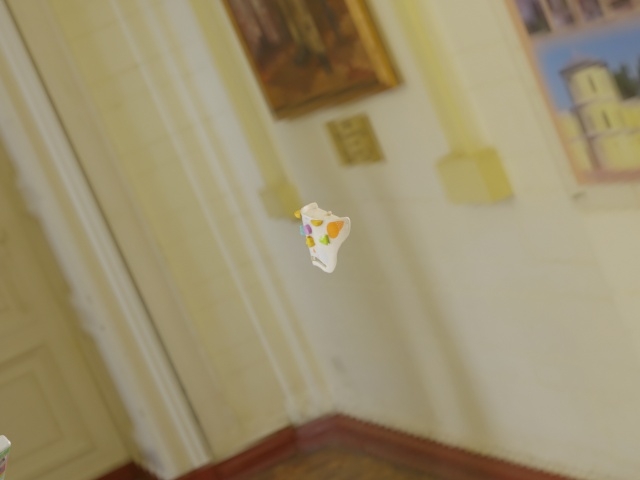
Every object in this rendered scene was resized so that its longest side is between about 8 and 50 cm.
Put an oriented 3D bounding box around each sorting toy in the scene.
[{"bbox_3d":[0.000,0.000,1.958,0.045,0.075,0.083,-15,21,-27],"label":"sorting toy"}]

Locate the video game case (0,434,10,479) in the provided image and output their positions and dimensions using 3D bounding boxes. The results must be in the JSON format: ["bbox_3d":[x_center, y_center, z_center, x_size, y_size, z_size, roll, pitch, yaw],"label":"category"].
[{"bbox_3d":[-0.527,0.381,2.154,0.212,0.023,0.193,-37,-18,-36],"label":"video game case"}]
